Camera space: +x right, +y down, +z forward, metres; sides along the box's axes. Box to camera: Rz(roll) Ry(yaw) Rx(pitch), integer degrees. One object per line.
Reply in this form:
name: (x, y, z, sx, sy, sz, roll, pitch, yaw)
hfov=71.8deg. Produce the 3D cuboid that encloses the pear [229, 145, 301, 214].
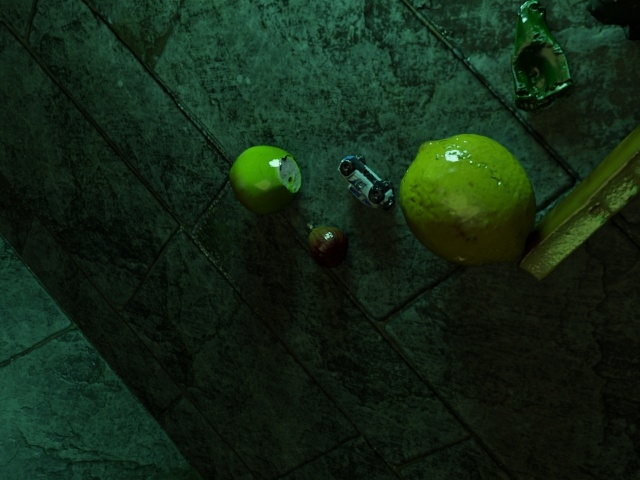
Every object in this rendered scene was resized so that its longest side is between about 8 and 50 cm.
pear: (-0.160, -0.162, 1.216, 0.219, 0.187, 0.188, -11, 104, 34)

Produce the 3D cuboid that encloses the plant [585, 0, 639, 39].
plant: (0.573, -0.399, 0.717, 0.256, 0.164, 0.142, 14, 116, 12)

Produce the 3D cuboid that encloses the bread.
bread: (0.542, -0.079, 0.874, 0.077, 0.138, 0.361, 39, 124, 8)

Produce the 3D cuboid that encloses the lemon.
lemon: (0.310, -0.078, 0.935, 0.310, 0.258, 0.258, 50, 125, 11)

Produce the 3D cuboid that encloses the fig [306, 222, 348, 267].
fig: (0.002, 0.005, 1.229, 0.153, 0.119, 0.119, 32, 122, 14)

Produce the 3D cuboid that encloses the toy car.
toy car: (0.118, -0.143, 1.125, 0.170, 0.080, 0.070, 45, 126, 6)

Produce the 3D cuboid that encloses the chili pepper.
chili pepper: (0.431, -0.359, 0.871, 0.108, 0.062, 0.216, -7, 106, 25)
